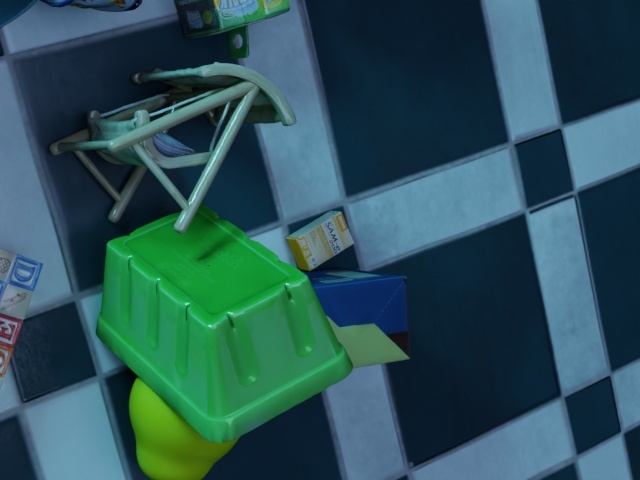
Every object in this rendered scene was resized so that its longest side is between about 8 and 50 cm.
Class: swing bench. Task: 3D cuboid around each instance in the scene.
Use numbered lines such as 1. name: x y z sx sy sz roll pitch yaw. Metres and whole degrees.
1. swing bench: -0.216 -0.158 1.843 0.254 0.253 0.165 -47 115 -21

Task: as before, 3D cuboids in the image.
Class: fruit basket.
1. fruit basket: -0.160 0.182 1.858 0.283 0.392 0.392 -26 106 -27

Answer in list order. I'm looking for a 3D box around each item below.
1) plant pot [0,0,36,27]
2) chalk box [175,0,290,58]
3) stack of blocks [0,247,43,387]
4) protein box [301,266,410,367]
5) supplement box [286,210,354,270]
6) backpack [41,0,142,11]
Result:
1. plant pot: -0.537 -0.389 1.643 0.272 0.272 0.255 -25 91 -28
2. chalk box: -0.141 -0.386 1.945 0.132 0.132 0.213 -23 106 -28
3. stack of blocks: -0.524 0.142 1.772 0.171 0.087 0.297 22 82 -30
4. protein box: 0.003 0.124 2.026 0.200 0.201 0.136 -6 96 -31
5. supplement box: 0.000 0.000 2.112 0.098 0.036 0.062 -32 110 -26
6. backpack: -0.328 -0.450 1.763 0.213 0.276 0.263 -5 103 -26
